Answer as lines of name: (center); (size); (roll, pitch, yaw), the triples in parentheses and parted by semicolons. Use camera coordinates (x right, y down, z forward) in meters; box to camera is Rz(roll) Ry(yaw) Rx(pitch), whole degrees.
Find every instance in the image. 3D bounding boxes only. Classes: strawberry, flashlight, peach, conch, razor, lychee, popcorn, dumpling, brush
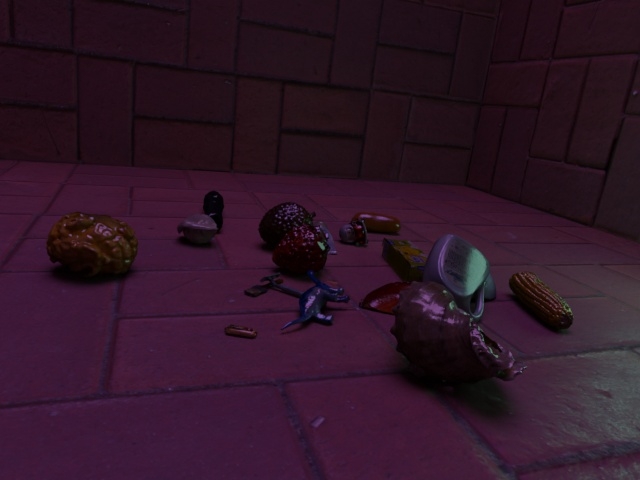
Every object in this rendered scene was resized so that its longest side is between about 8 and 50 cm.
strawberry: (-0.065, 0.032, 1.628); (0.202, 0.184, 0.186); (-14, 51, 7)
flashlight: (-0.478, -0.129, 2.150); (0.104, 0.103, 0.424); (3, 18, -12)
peach: (0.246, 0.163, 1.471); (0.280, 0.068, 0.189); (-1, 16, -26)
conch: (0.293, 0.228, 1.077); (0.264, 0.186, 0.324); (17, 22, -31)
razor: (-0.073, 0.151, 1.446); (0.211, 0.035, 0.084); (23, 16, 25)
conch: (0.509, 0.134, 1.630); (0.185, 0.121, 0.221); (48, 28, 21)
lychee: (-0.122, -0.059, 1.876); (0.239, 0.199, 0.200); (-22, 27, -23)
popcorn: (-0.668, 0.014, 1.431); (0.251, 0.189, 0.250); (6, 4, 0)
dumpling: (-0.471, -0.044, 1.832); (0.136, 0.118, 0.199); (-2, -3, -34)
brush: (-0.166, 0.141, 1.481); (0.043, 0.014, 0.170); (19, 18, 27)

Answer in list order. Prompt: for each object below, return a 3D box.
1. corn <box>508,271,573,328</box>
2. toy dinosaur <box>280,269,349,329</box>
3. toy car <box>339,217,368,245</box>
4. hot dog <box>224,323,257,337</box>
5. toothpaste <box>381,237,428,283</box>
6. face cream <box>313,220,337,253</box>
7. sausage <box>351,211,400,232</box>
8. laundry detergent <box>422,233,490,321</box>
corn: (0.689, 0.181, 1.527); (0.102, 0.101, 0.313); (6, 16, -3)
toy dinosaur: (0.002, 0.161, 1.338); (0.145, 0.076, 0.329); (5, 26, 10)
toy car: (0.134, -0.034, 2.068); (0.112, 0.112, 0.139); (-13, 10, -10)
hot dog: (-0.194, 0.219, 1.183); (0.084, 0.021, 0.037); (8, 15, 2)
toothpaste: (0.323, 0.074, 1.791); (0.111, 0.077, 0.327); (6, 16, -11)
face cream: (0.000, 0.000, 1.977); (0.114, 0.070, 0.224); (4, 28, -7)
sausage: (0.262, -0.085, 2.296); (0.239, 0.097, 0.098); (6, 16, -4)
laundry detergent: (0.398, 0.135, 1.421); (0.215, 0.105, 0.280); (35, 50, -14)
